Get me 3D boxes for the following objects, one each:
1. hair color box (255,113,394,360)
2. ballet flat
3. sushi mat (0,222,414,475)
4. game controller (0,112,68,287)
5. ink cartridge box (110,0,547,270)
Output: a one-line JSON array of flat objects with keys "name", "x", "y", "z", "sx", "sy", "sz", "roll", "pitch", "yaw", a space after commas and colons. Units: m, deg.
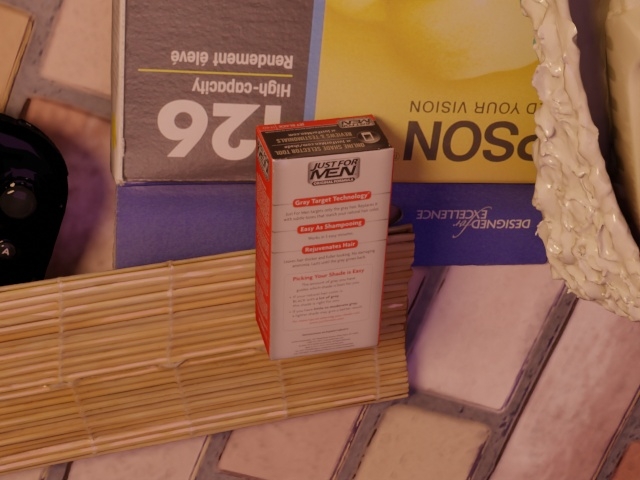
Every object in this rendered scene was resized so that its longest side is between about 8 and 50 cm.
[{"name": "hair color box", "x": 0.000, "y": 0.000, "z": 0.707, "sx": 0.072, "sy": 0.043, "sz": 0.141, "roll": -6, "pitch": 126, "yaw": -14}, {"name": "ballet flat", "x": 0.178, "y": -0.123, "z": 0.626, "sx": 0.147, "sy": 0.147, "sz": 0.409, "roll": -17, "pitch": 120, "yaw": -5}, {"name": "sushi mat", "x": -0.091, "y": 0.072, "z": 0.770, "sx": 0.316, "sy": 0.019, "sz": 0.151, "roll": -9, "pitch": 130, "yaw": -13}, {"name": "game controller", "x": -0.311, "y": -0.027, "z": 0.681, "sx": 0.319, "sy": 0.067, "sz": 0.166, "roll": 15, "pitch": 108, "yaw": -18}, {"name": "ink cartridge box", "x": 0.030, "y": -0.105, "z": 0.714, "sx": 0.303, "sy": 0.072, "sz": 0.307, "roll": -1, "pitch": 115, "yaw": -12}]
